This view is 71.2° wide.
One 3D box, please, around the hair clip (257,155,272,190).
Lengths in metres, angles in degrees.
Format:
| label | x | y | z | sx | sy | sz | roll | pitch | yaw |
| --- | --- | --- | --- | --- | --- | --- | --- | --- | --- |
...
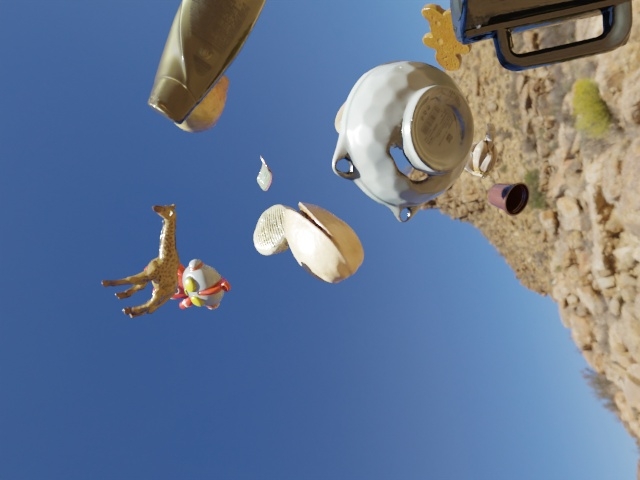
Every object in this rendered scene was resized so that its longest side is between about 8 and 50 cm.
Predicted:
| label | x | y | z | sx | sy | sz | roll | pitch | yaw |
| --- | --- | --- | --- | --- | --- | --- | --- | --- | --- |
| hair clip | -0.157 | -0.189 | 1.258 | 0.022 | 0.137 | 0.054 | -30 | -104 | -21 |

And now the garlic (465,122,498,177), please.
| label | x | y | z | sx | sy | sz | roll | pitch | yaw |
| --- | --- | --- | --- | --- | --- | --- | --- | --- | --- |
| garlic | 0.580 | -0.329 | 1.622 | 0.131 | 0.127 | 0.194 | -16 | -57 | -37 |

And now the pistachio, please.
| label | x | y | z | sx | sy | sz | roll | pitch | yaw |
| --- | --- | --- | --- | --- | --- | --- | --- | --- | --- |
| pistachio | 0.000 | 0.000 | 1.395 | 0.318 | 0.193 | 0.214 | 46 | 164 | 26 |

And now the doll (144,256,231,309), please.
| label | x | y | z | sx | sy | sz | roll | pitch | yaw |
| --- | --- | --- | --- | --- | --- | --- | --- | --- | --- |
| doll | -0.405 | 0.138 | 1.376 | 0.105 | 0.337 | 0.199 | -45 | -52 | -50 |

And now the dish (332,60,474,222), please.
| label | x | y | z | sx | sy | sz | roll | pitch | yaw |
| --- | --- | --- | --- | --- | --- | --- | --- | --- | --- |
| dish | 0.178 | -0.190 | 0.801 | 0.303 | 0.120 | 0.302 | -3 | -83 | -28 |

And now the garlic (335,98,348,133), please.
| label | x | y | z | sx | sy | sz | roll | pitch | yaw |
| --- | --- | --- | --- | --- | --- | --- | --- | --- | --- |
| garlic | 0.107 | -0.266 | 0.914 | 0.099 | 0.175 | 0.124 | 50 | -140 | -20 |

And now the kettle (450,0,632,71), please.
| label | x | y | z | sx | sy | sz | roll | pitch | yaw |
| --- | --- | --- | --- | --- | --- | --- | --- | --- | --- |
| kettle | 0.417 | -0.488 | 0.843 | 0.203 | 0.308 | 0.262 | 69 | -161 | -60 |

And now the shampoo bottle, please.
| label | x | y | z | sx | sy | sz | roll | pitch | yaw |
| --- | --- | --- | --- | --- | --- | --- | --- | --- | --- |
| shampoo bottle | -0.199 | -0.377 | 0.805 | 0.126 | 0.084 | 0.350 | 28 | -88 | -17 |

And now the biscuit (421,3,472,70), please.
| label | x | y | z | sx | sy | sz | roll | pitch | yaw |
| --- | --- | --- | --- | --- | --- | --- | --- | --- | --- |
| biscuit | 0.334 | -0.532 | 1.179 | 0.031 | 0.138 | 0.205 | -57 | -32 | -13 |

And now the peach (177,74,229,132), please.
| label | x | y | z | sx | sy | sz | roll | pitch | yaw |
| --- | --- | --- | --- | --- | --- | --- | --- | --- | --- |
| peach | -0.387 | -0.458 | 1.431 | 0.232 | 0.233 | 0.232 | 30 | -130 | -44 |

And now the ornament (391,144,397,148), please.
| label | x | y | z | sx | sy | sz | roll | pitch | yaw |
| --- | --- | --- | --- | --- | --- | --- | --- | --- | --- |
| ornament | 0.302 | -0.524 | 1.764 | 0.251 | 0.106 | 0.260 | -47 | -61 | -8 |

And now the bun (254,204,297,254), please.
| label | x | y | z | sx | sy | sz | roll | pitch | yaw |
| --- | --- | --- | --- | --- | --- | --- | --- | --- | --- |
| bun | -0.178 | -0.043 | 1.912 | 0.116 | 0.237 | 0.210 | 34 | -157 | -51 |

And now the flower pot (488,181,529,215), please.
| label | x | y | z | sx | sy | sz | roll | pitch | yaw |
| --- | --- | --- | --- | --- | --- | --- | --- | --- | --- |
| flower pot | 0.588 | -0.140 | 1.416 | 0.111 | 0.089 | 0.111 | -11 | -66 | -25 |

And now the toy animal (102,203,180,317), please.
| label | x | y | z | sx | sy | sz | roll | pitch | yaw |
| --- | --- | --- | --- | --- | --- | --- | --- | --- | --- |
| toy animal | -0.370 | 0.052 | 1.002 | 0.149 | 0.275 | 0.054 | 34 | -176 | -21 |
